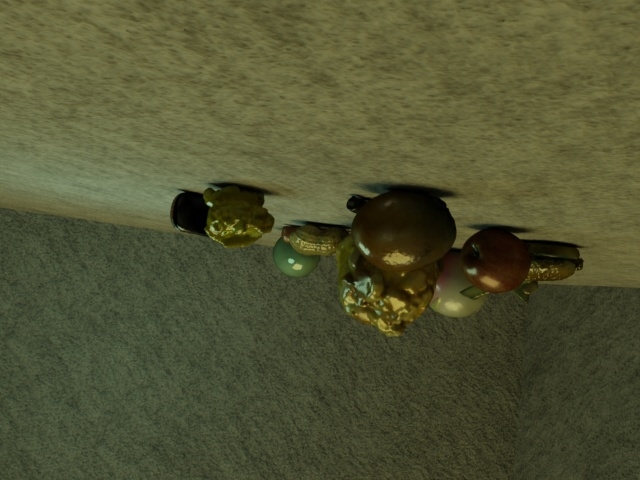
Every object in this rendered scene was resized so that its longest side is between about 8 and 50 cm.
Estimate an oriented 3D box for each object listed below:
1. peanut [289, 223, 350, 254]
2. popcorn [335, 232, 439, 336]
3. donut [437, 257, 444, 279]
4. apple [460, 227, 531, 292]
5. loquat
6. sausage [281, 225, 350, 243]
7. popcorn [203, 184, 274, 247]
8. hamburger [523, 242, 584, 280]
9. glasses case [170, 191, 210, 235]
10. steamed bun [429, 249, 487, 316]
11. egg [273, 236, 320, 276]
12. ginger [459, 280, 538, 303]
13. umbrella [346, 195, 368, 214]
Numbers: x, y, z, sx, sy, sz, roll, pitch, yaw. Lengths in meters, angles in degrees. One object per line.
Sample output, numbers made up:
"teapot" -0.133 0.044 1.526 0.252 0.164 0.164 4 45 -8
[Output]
"peanut" 0.000 0.000 2.179 0.232 0.110 0.197 6 163 9
"popcorn" 0.227 0.126 1.990 0.353 0.344 0.390 -14 -154 4
"donut" 0.353 0.096 2.270 0.261 0.209 0.128 3 175 -8
"apple" 0.503 0.058 1.687 0.173 0.188 0.188 17 171 -28
"loquat" 0.184 -0.021 1.284 0.227 0.180 0.179 0 173 23
"sausage" 0.004 -0.008 2.308 0.326 0.080 0.087 7 -170 10
"popcorn" -0.221 -0.068 1.558 0.197 0.156 0.198 -2 157 -1
"hamburger" 0.737 0.071 1.887 0.215 0.122 0.189 2 171 29
"glasses case" -0.328 -0.068 1.823 0.082 0.122 0.320 1 172 42
"steamed bun" 0.553 0.171 2.500 0.309 0.310 0.309 7 175 1
"egg" -0.104 0.059 2.520 0.202 0.203 0.282 8 179 -13
"ginger" 0.729 0.140 2.244 0.413 0.212 0.358 8 177 -18
"umbrella" 0.133 -0.069 1.508 0.071 0.080 0.224 46 -165 33
